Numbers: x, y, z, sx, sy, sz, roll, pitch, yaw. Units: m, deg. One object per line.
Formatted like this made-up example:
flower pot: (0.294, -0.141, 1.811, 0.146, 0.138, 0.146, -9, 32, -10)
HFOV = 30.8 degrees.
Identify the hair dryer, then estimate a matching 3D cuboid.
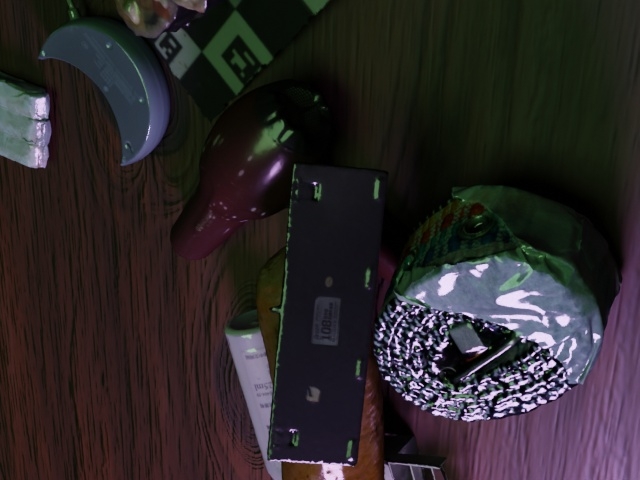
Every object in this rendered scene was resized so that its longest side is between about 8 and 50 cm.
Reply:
hair dryer: (0.000, 0.000, 1.317, 0.340, 0.123, 0.312, 38, 140, 0)

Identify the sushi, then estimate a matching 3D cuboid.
sushi: (-0.149, -0.309, 1.214, 0.296, 0.100, 0.373, 54, 138, 0)

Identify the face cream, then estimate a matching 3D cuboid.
face cream: (-0.048, 0.219, 1.450, 0.082, 0.082, 0.269, -2, 110, 35)

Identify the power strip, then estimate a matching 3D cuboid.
power strip: (-0.261, -0.204, 1.410, 0.137, 0.044, 0.216, -35, 91, 40)

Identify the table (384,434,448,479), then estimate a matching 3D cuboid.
table: (0.103, 0.314, 1.406, 0.175, 0.062, 0.146, -3, 110, 37)

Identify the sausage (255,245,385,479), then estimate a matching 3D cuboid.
sausage: (0.008, 0.227, 1.308, 0.136, 0.123, 0.501, 9, 120, 24)

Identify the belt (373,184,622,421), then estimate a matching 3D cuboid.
belt: (0.172, 0.063, 1.159, 0.207, 0.150, 0.257, 36, 133, -13)

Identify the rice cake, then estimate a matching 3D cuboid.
rice cake: (-0.444, -0.173, 1.554, 0.211, 0.038, 0.124, 25, 125, 23)

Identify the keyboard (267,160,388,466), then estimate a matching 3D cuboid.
keyboard: (0.001, 0.077, 1.159, 0.106, 0.027, 0.317, 6, 107, -1)
